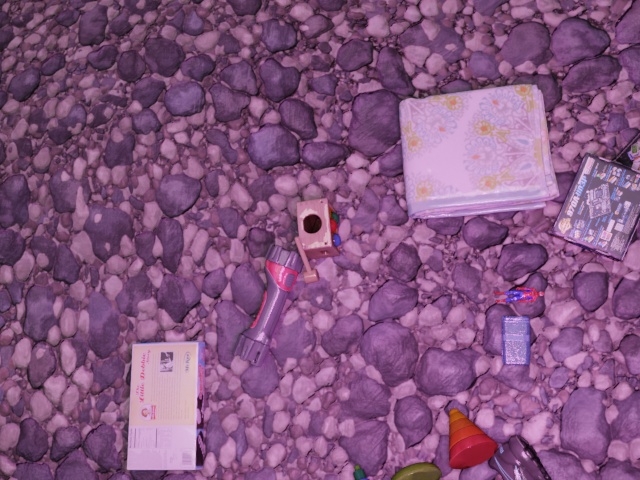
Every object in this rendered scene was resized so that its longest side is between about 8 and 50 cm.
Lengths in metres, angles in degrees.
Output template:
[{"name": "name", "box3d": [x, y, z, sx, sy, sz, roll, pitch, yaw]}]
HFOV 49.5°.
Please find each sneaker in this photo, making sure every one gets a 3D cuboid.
[{"name": "sneaker", "box3d": [0.492, 0.578, 1.575, 0.106, 0.101, 0.267, -40, 66, 15]}]

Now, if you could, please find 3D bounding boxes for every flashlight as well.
[{"name": "flashlight", "box3d": [-0.139, 0.163, 1.790, 0.103, 0.103, 0.304, 23, 87, 1]}]

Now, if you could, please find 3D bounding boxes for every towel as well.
[{"name": "towel", "box3d": [0.473, 0.242, 1.676, 0.067, 0.029, 0.119, 0, 77, 12]}, {"name": "towel", "box3d": [0.397, -0.226, 1.770, 0.375, 0.090, 0.320, -5, 73, 11]}]

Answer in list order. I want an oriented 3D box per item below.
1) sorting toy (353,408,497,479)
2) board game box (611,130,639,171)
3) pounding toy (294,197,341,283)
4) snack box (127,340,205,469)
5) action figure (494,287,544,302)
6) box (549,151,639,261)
[{"name": "sorting toy", "box3d": [0.228, 0.508, 1.639, 0.366, 0.127, 0.126, -29, 49, 11]}, {"name": "board game box", "box3d": [0.857, -0.246, 1.707, 0.259, 0.030, 0.136, -46, 71, -1]}, {"name": "pounding toy", "box3d": [-0.001, 0.004, 1.749, 0.094, 0.181, 0.205, -8, 76, 10]}, {"name": "snack box", "box3d": [-0.398, 0.426, 1.799, 0.187, 0.060, 0.321, -3, 77, 11]}, {"name": "action figure", "box3d": [0.488, 0.135, 1.699, 0.115, 0.030, 0.038, -5, 72, 9]}, {"name": "box", "box3d": [0.682, -0.081, 1.679, 0.175, 0.051, 0.220, 23, 91, 15]}]
